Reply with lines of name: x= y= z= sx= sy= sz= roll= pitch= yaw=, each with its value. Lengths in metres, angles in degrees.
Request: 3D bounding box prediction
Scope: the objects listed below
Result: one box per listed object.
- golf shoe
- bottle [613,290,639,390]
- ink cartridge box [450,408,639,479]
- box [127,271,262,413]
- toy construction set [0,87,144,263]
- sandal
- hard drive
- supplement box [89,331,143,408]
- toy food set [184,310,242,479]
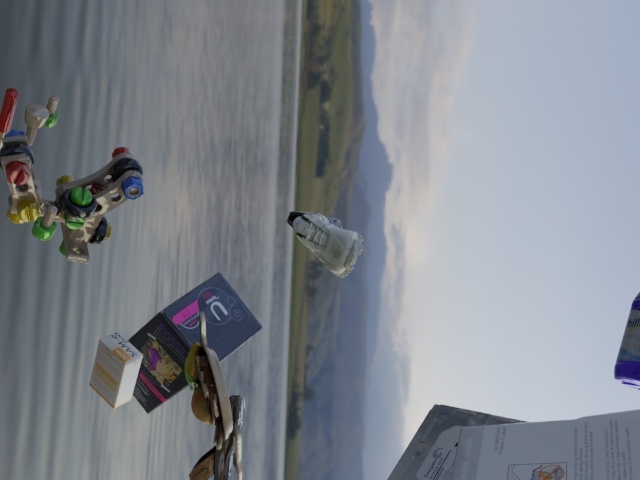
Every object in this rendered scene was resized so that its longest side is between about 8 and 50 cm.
golf shoe: x=0.000 y=0.000 z=1.072 sx=0.069 sy=0.086 sz=0.176 roll=-65 pitch=-159 yaw=4
bottle: x=0.653 y=0.148 z=1.476 sx=0.118 sy=0.092 sz=0.282 roll=152 pitch=-40 yaw=-73
ink cartridge box: x=0.238 y=0.269 z=0.675 sx=0.066 sy=0.261 sz=0.296 roll=67 pitch=26 yaw=-20
box: x=-0.268 y=0.201 z=1.483 sx=0.270 sy=0.143 sz=0.165 roll=-37 pitch=180 yaw=44
toy construction set: x=-0.499 y=-0.094 z=1.404 sx=0.257 sy=0.309 sz=0.237 roll=-21 pitch=152 yaw=-49
sandal: x=-0.160 y=0.331 z=1.128 sx=0.090 sy=0.060 sz=0.219 roll=-84 pitch=-173 yaw=-85
hard drive: x=0.301 y=0.436 z=1.439 sx=0.237 sy=0.339 sz=0.064 roll=-50 pitch=120 yaw=-29
supplement box: x=-0.309 y=0.196 z=1.154 sx=0.036 sy=0.062 sz=0.098 roll=-24 pitch=144 yaw=-50
toy food set: x=-0.142 y=0.195 z=0.960 sx=0.132 sy=0.039 sz=0.192 roll=96 pitch=-24 yaw=-47
